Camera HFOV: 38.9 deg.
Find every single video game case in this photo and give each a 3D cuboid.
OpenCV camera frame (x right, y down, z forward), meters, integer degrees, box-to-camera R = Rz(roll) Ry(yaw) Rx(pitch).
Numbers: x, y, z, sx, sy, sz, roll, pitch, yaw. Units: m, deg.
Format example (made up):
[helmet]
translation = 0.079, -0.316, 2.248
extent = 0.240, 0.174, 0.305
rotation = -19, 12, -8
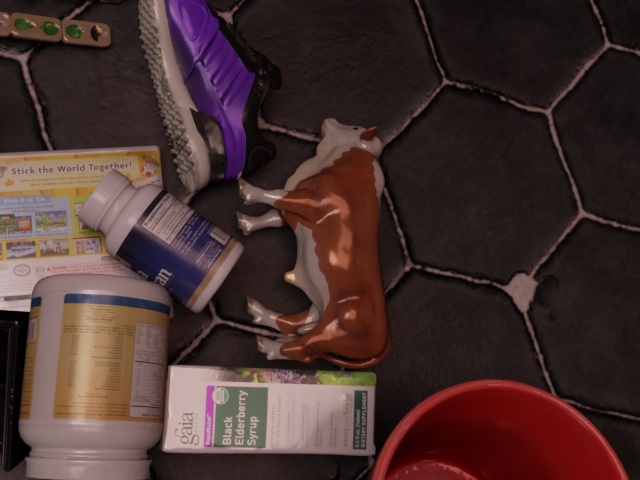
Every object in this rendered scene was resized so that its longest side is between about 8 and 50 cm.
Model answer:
[video game case]
translation = -0.290, -0.002, 1.039
extent = 0.226, 0.026, 0.206
rotation = -4, 82, -13

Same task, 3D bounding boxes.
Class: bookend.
[bookend]
translation = -0.386, 0.150, 0.952
extent = 0.157, 0.072, 0.156
rotation = 5, 93, 1

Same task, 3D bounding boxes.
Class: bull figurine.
[bull figurine]
translation = 0.000, 0.000, 1.070
extent = 0.188, 0.101, 0.311
rotation = -6, 81, -12

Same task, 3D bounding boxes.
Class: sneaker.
[sneaker]
translation = -0.125, -0.211, 1.082
extent = 0.146, 0.102, 0.293
rotation = -13, 89, -19

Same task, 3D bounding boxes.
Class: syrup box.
[syrup box]
translation = -0.063, 0.192, 1.023
extent = 0.236, 0.096, 0.093
rotation = 4, 80, -14

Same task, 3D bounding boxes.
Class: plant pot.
[plant pot]
translation = 0.155, 0.307, 0.961
extent = 0.274, 0.243, 0.275
rotation = 5, 66, -11

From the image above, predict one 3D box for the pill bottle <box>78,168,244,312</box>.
[pill bottle]
translation = -0.178, -0.003, 1.001
extent = 0.169, 0.094, 0.094
rotation = 35, 74, -4

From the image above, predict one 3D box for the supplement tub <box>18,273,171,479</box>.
[supplement tub]
translation = -0.232, 0.142, 0.935
extent = 0.144, 0.144, 0.200
rotation = 5, 78, -13

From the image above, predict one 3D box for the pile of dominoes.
[pile of dominoes]
translation = -0.346, -0.330, 1.036
extent = 0.251, 0.040, 0.196
rotation = 0, 80, -32

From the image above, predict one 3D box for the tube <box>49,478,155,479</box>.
[tube]
translation = -0.199, 0.295, 1.001
extent = 0.207, 0.052, 0.080
rotation = 17, 86, -15
